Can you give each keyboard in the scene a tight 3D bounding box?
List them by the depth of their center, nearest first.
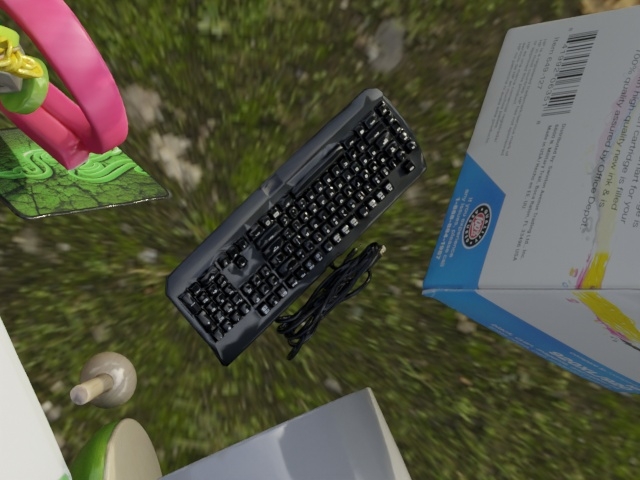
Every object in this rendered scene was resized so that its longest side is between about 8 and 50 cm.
[{"bbox_3d":[0.000,0.000,1.090,0.192,0.038,0.100,-45,117,-14],"label":"keyboard"}]

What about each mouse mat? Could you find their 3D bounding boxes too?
[{"bbox_3d":[-0.260,-0.073,1.735,0.152,0.190,0.007,40,123,32],"label":"mouse mat"}]

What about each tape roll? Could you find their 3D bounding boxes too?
[{"bbox_3d":[-0.053,0.171,1.129,0.219,0.219,0.072,-24,83,-3],"label":"tape roll"}]

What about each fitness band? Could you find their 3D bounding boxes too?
[{"bbox_3d":[-0.280,-0.184,1.644,0.054,0.209,0.291,-35,47,-21],"label":"fitness band"}]

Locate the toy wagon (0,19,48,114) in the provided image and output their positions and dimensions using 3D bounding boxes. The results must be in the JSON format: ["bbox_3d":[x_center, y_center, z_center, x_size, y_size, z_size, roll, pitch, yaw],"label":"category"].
[{"bbox_3d":[-0.373,-0.168,1.566,0.267,0.344,0.068,11,80,-47],"label":"toy wagon"}]

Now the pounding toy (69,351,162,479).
[{"bbox_3d":[-0.216,0.230,1.563,0.110,0.183,0.236,-8,96,10],"label":"pounding toy"}]

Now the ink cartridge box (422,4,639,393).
[{"bbox_3d":[0.208,-0.017,0.937,0.168,0.233,0.171,29,74,-31],"label":"ink cartridge box"}]

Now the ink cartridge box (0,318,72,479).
[{"bbox_3d":[-0.299,0.139,0.867,0.278,0.201,0.117,-13,107,33],"label":"ink cartridge box"}]
